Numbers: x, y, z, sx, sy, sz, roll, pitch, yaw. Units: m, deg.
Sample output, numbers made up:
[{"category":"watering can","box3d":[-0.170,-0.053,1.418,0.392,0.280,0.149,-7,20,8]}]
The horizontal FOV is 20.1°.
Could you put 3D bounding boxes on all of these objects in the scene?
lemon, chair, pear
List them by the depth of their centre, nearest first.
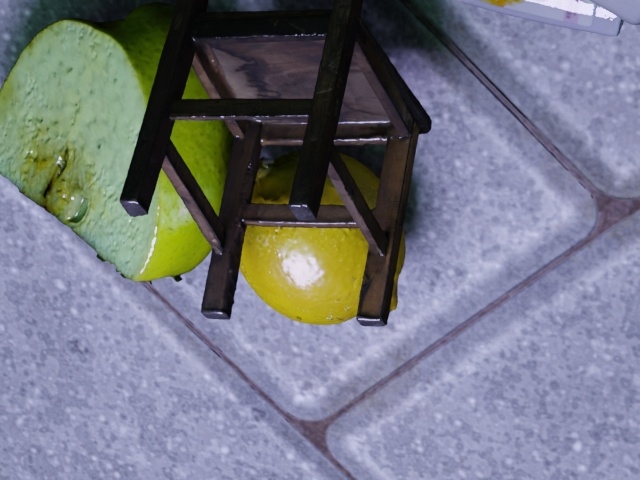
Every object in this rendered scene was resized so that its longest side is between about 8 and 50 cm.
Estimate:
[{"category":"chair","box3d":[-0.019,-0.158,1.693,0.203,0.416,0.240,1,152,23]},{"category":"pear","box3d":[-0.191,-0.123,1.840,0.292,0.159,0.292,12,109,40]},{"category":"lemon","box3d":[0.000,0.000,1.845,0.206,0.173,0.173,50,126,-2]}]

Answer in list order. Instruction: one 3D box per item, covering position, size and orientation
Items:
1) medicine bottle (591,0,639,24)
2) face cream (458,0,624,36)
[{"category":"medicine bottle","box3d":[0.228,-0.332,1.492,0.232,0.238,0.238,30,128,-2]},{"category":"face cream","box3d":[0.190,-0.246,1.676,0.198,0.057,0.084,16,126,11]}]
